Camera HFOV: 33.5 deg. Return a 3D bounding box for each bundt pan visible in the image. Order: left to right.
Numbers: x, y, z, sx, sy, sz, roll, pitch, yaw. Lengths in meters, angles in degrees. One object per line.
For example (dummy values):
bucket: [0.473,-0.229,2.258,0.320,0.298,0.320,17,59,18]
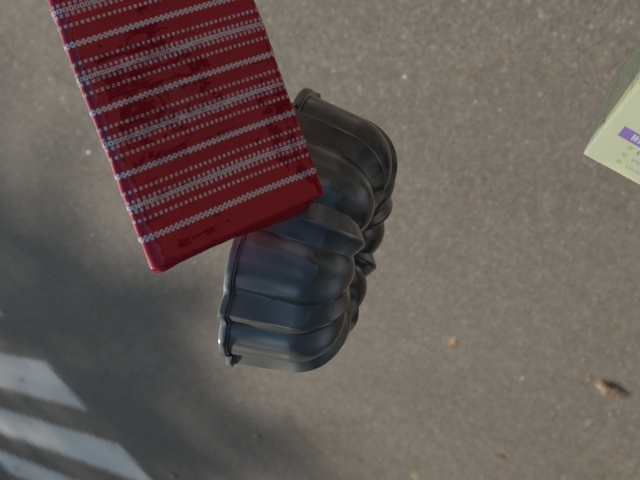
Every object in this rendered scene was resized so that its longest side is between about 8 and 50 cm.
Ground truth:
bundt pan: [0.000,0.000,1.207,0.124,0.331,0.331,16,147,9]

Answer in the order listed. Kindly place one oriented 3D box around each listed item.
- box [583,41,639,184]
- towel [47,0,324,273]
box: [0.389,-0.133,0.917,0.213,0.117,0.243,29,140,1]
towel: [-0.119,-0.127,0.981,0.031,0.198,0.275,-4,108,57]
